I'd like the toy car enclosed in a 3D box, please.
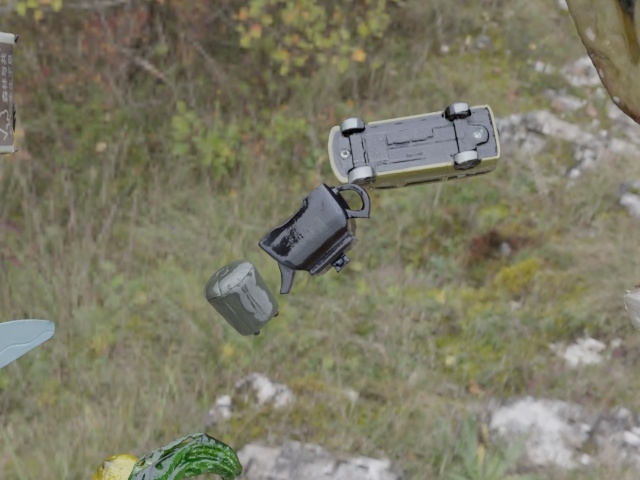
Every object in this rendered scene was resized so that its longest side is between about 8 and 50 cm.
[{"bbox_3d":[0.140,-0.133,1.845,0.257,0.124,0.101,-9,74,-2],"label":"toy car"}]

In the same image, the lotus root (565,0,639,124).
[{"bbox_3d":[0.225,-0.135,0.719,0.074,0.170,0.261,-30,42,-20],"label":"lotus root"}]

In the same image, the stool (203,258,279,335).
[{"bbox_3d":[-0.124,0.091,1.921,0.110,0.096,0.096,53,43,-17],"label":"stool"}]

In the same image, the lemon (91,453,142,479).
[{"bbox_3d":[-0.238,0.308,1.460,0.082,0.110,0.082,1,28,-1],"label":"lemon"}]

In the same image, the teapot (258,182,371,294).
[{"bbox_3d":[0.000,0.000,1.607,0.096,0.177,0.087,48,9,11],"label":"teapot"}]

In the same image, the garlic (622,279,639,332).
[{"bbox_3d":[0.420,0.081,1.502,0.094,0.113,0.074,2,33,20],"label":"garlic"}]

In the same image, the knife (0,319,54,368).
[{"bbox_3d":[-0.427,0.163,1.338,0.044,0.080,0.331,15,41,38],"label":"knife"}]

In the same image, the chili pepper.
[{"bbox_3d":[-0.149,0.249,1.283,0.182,0.050,0.073,-18,83,-52],"label":"chili pepper"}]

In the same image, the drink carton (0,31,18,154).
[{"bbox_3d":[-0.433,-0.136,1.102,0.194,0.132,0.324,1,5,13],"label":"drink carton"}]
